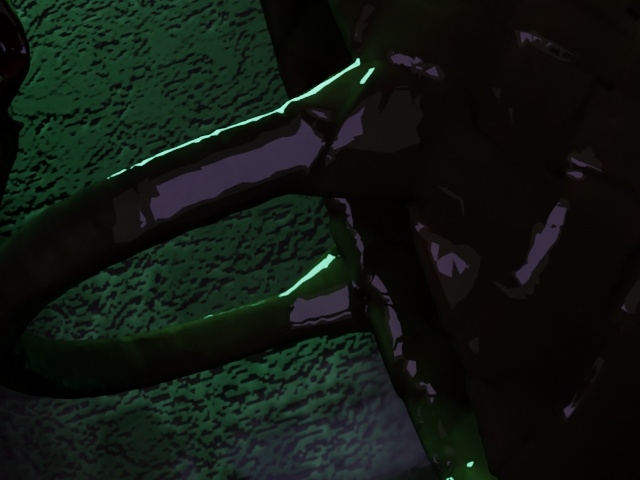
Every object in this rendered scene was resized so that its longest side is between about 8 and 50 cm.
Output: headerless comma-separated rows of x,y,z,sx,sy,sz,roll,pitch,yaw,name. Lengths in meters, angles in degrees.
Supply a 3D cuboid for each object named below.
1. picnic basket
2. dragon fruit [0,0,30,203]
0.000,0.000,0.542,0.337,0.293,0.337,0,75,1,picnic basket
-0.313,-0.075,0.650,0.329,0.329,0.329,-5,68,12,dragon fruit
